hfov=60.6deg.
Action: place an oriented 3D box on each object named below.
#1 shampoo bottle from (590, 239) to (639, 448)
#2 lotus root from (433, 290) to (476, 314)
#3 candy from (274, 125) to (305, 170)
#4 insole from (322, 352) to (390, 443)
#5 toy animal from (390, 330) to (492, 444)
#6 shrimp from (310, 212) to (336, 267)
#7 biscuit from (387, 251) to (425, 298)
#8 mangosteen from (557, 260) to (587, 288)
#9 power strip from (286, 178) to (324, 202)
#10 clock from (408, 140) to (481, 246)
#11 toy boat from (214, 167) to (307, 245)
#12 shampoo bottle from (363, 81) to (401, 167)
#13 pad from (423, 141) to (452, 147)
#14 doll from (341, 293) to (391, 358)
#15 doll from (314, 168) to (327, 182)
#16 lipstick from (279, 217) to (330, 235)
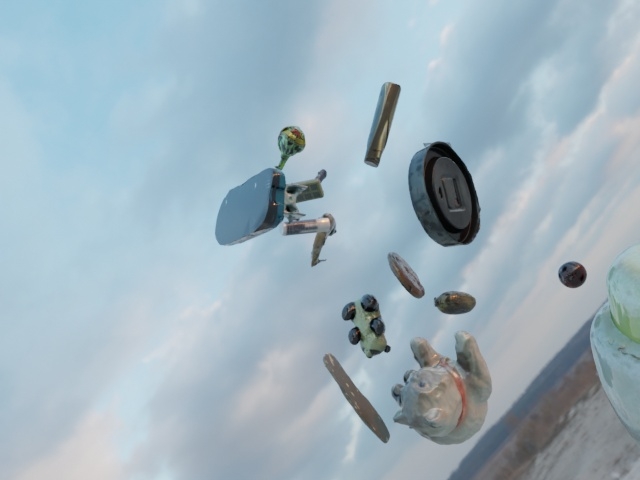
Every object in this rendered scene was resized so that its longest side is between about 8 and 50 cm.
[{"bbox_3d":[0.530,0.152,0.706,0.322,0.322,0.317,-25,-72,-38],"label":"shampoo bottle"},{"bbox_3d":[0.478,0.223,1.941,0.179,0.081,0.089,5,-24,-22],"label":"lotus root"},{"bbox_3d":[-0.140,-0.236,1.792,0.083,0.091,0.305,-18,-37,-58],"label":"candy"},{"bbox_3d":[0.082,0.368,1.276,0.011,0.248,0.081,-38,-5,21],"label":"insole"},{"bbox_3d":[0.221,0.353,1.164,0.307,0.266,0.188,-15,28,47],"label":"toy animal"},{"bbox_3d":[0.008,0.003,1.759,0.289,0.075,0.178,-147,76,-87],"label":"shrimp"},{"bbox_3d":[0.324,0.128,2.070,0.036,0.212,0.212,-38,-22,18],"label":"biscuit"},{"bbox_3d":[0.739,0.098,1.607,0.081,0.081,0.081,-36,-28,-23],"label":"mangosteen"},{"bbox_3d":[-0.076,-0.164,1.876,0.168,0.028,0.076,-11,-52,13],"label":"power strip"},{"bbox_3d":[0.380,-0.138,1.662,0.067,0.325,0.325,-17,-3,40],"label":"clock"},{"bbox_3d":[-0.132,-0.056,1.159,0.092,0.299,0.134,12,-103,-28],"label":"toy boat"},{"bbox_3d":[0.251,-0.475,2.266,0.125,0.084,0.350,115,171,-79],"label":"shampoo bottle"},{"bbox_3d":[0.439,-0.277,1.948,0.003,0.158,0.235,-28,13,-6],"label":"pad"},{"bbox_3d":[0.174,0.311,2.007,0.143,0.234,0.135,-26,-29,20],"label":"doll"},{"bbox_3d":[-0.008,-0.216,1.969,0.125,0.027,0.037,-56,-35,-44],"label":"doll"},{"bbox_3d":[-0.043,-0.037,1.491,0.141,0.040,0.040,-6,-44,-25],"label":"lipstick"}]
